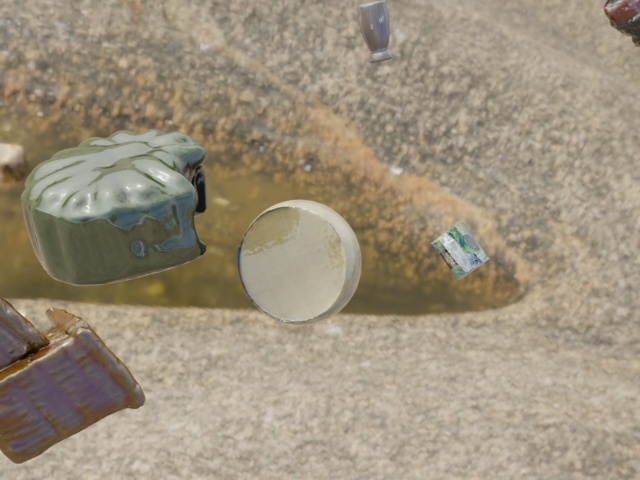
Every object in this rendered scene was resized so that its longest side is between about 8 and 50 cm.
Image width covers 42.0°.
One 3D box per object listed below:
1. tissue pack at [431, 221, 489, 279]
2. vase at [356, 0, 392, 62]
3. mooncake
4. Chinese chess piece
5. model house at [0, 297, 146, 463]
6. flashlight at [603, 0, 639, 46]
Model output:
[{"bbox_3d":[0.329,0.027,1.986,0.111,0.085,0.079,56,32,10],"label":"tissue pack"},{"bbox_3d":[0.097,-0.363,1.453,0.053,0.101,0.053,-11,17,3],"label":"vase"},{"bbox_3d":[-0.357,-0.072,1.490,0.351,0.187,0.351,-6,32,4],"label":"mooncake"},{"bbox_3d":[-0.042,0.044,1.653,0.249,0.250,0.103,33,15,14],"label":"Chinese chess piece"},{"bbox_3d":[-0.335,0.136,0.920,0.229,0.199,0.220,-19,22,15],"label":"model house"},{"bbox_3d":[0.477,-0.249,1.116,0.232,0.093,0.093,46,35,-16],"label":"flashlight"}]
